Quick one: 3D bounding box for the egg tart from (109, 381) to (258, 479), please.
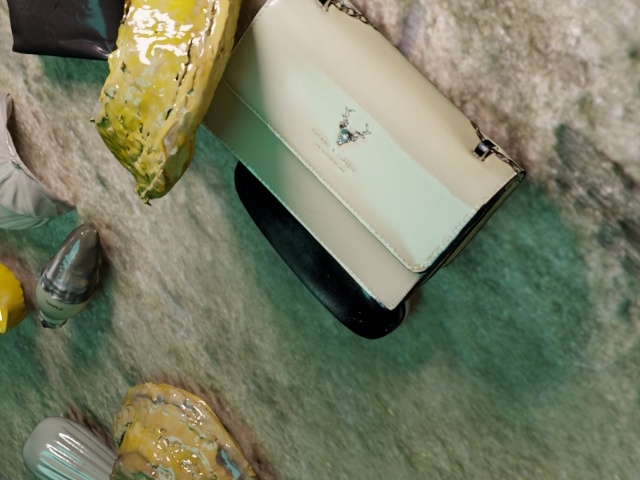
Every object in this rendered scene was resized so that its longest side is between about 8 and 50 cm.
[{"bbox_3d":[-0.241,0.407,2.140,0.352,0.150,0.352,26,134,30],"label":"egg tart"}]

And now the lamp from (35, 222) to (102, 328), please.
[{"bbox_3d":[-0.418,0.062,2.104,0.101,0.101,0.250,43,134,12],"label":"lamp"}]

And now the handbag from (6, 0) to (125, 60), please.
[{"bbox_3d":[-0.375,-0.368,1.803,0.247,0.080,0.223,11,122,37],"label":"handbag"}]

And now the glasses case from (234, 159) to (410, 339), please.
[{"bbox_3d":[0.000,0.000,1.709,0.314,0.075,0.122,50,139,5],"label":"glasses case"}]

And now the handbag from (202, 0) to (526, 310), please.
[{"bbox_3d":[0.048,-0.122,1.530,0.358,0.160,0.236,46,131,10],"label":"handbag"}]

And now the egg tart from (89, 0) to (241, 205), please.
[{"bbox_3d":[-0.200,-0.212,1.574,0.132,0.345,0.345,15,136,-12],"label":"egg tart"}]

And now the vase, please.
[{"bbox_3d":[-0.425,0.427,2.338,0.248,0.128,0.128,30,133,11],"label":"vase"}]

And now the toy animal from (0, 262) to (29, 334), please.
[{"bbox_3d":[-0.626,0.114,2.298,0.230,0.156,0.156,-25,98,51],"label":"toy animal"}]

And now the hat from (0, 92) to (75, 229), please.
[{"bbox_3d":[-0.533,-0.102,2.078,0.226,0.164,0.219,-29,94,26],"label":"hat"}]
